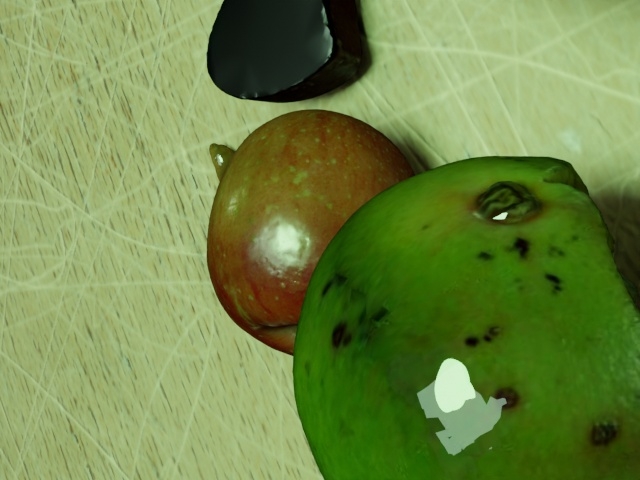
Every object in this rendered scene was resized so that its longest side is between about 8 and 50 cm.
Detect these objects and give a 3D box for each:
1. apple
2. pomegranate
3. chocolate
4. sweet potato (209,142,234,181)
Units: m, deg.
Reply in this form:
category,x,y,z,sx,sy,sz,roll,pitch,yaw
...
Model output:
category,x,y,z,sx,sy,sz,roll,pitch,yaw
apple,0.000,0.000,1.208,0.181,0.181,0.168,-25,48,45
pomegranate,0.091,0.122,1.025,0.310,0.216,0.359,-116,25,-52
chocolate,-0.012,-0.177,1.287,0.125,0.080,0.149,26,102,32
sweet potato,-0.053,-0.027,1.356,0.179,0.044,0.044,41,119,39
